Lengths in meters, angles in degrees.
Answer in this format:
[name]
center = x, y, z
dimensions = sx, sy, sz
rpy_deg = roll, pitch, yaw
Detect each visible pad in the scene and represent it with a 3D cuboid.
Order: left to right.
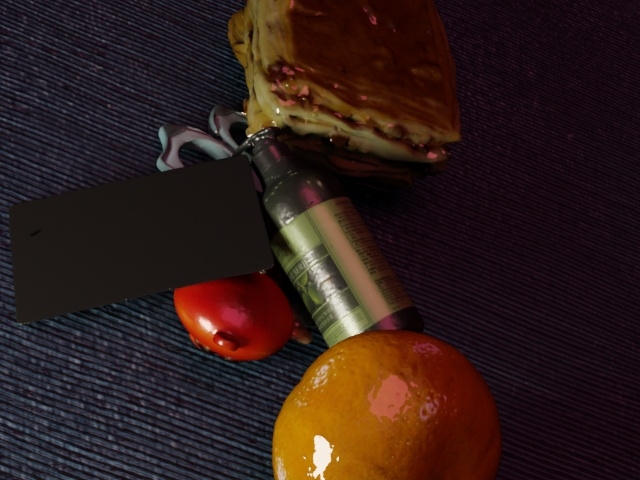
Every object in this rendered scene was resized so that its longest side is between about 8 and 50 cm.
[pad]
center = -0.190, -0.004, 1.223
dimensions = 0.265, 0.009, 0.159
rpy_deg = -12, 54, -3

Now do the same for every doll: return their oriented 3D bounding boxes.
[doll]
center = -0.084, 0.063, 1.250
dimensions = 0.183, 0.085, 0.217
rpy_deg = 20, 30, -16

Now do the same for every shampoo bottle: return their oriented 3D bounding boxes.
[shampoo bottle]
center = 0.000, 0.000, 1.255
dimensions = 0.101, 0.101, 0.284
rpy_deg = -20, 72, -36

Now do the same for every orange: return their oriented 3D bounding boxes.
[orange]
center = 0.061, 0.196, 1.126
dimensions = 0.240, 0.240, 0.171
rpy_deg = -18, 21, -36

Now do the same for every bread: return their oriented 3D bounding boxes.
[bread]
center = 0.021, -0.212, 1.462
dimensions = 0.277, 0.167, 0.324
rpy_deg = 13, 53, -27

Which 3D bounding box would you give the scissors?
[scissors]
center = -0.031, -0.036, 1.355
dimensions = 0.360, 0.029, 0.191
rpy_deg = 40, 39, 20
